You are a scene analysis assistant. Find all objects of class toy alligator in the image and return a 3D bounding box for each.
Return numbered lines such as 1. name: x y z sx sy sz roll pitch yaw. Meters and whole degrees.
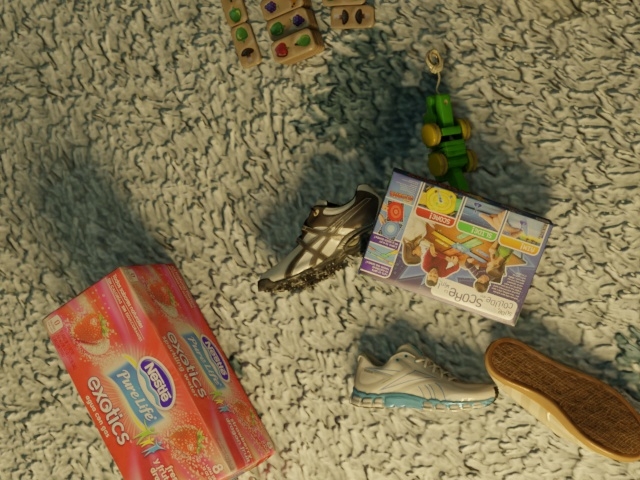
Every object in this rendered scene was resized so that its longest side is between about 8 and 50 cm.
1. toy alligator: 0.147 -0.138 1.485 0.051 0.056 0.189 -17 84 61

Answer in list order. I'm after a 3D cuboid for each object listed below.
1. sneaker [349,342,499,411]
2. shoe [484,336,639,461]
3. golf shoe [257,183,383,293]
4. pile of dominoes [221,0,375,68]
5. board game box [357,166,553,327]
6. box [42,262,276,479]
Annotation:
1. sneaker: 0.126 0.169 1.492 0.191 0.071 0.082 1 86 20
2. shoe: 0.292 0.190 1.440 0.219 0.058 0.076 35 72 12
3. golf shoe: 0.000 0.000 1.534 0.198 0.077 0.094 -27 79 9
4. pile of dominoes: -0.054 -0.357 1.557 0.196 0.040 0.251 -20 85 20
5. board game box: 0.161 0.008 1.452 0.201 0.035 0.136 19 104 1
6. box: -0.207 0.191 1.574 0.142 0.154 0.300 -33 79 18
